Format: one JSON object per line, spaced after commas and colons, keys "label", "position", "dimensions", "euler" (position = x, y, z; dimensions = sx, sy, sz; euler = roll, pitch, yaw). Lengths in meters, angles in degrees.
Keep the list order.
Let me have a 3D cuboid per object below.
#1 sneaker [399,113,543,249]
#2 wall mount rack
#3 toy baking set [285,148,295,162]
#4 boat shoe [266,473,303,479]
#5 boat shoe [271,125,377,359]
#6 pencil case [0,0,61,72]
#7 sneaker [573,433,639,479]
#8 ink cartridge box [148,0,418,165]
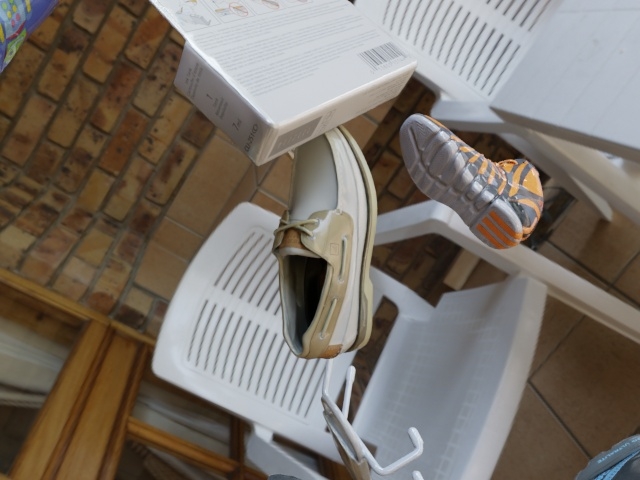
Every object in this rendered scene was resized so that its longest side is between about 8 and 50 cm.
{"label": "sneaker", "position": [0.304, -0.135, 1.123], "dimensions": [0.180, 0.321, 0.124], "euler": [-33, -10, -39]}
{"label": "wall mount rack", "position": [0.073, 0.326, 1.050], "dimensions": [0.130, 0.350, 0.304], "euler": [-28, 49, -13]}
{"label": "toy baking set", "position": [-0.015, -0.130, 0.899], "dimensions": [0.030, 0.197, 0.256], "euler": [-27, 3, 27]}
{"label": "boat shoe", "position": [-0.004, 0.218, 0.352], "dimensions": [0.233, 0.084, 0.079], "euler": [76, -166, -48]}
{"label": "boat shoe", "position": [0.000, 0.000, 0.709], "dimensions": [0.113, 0.103, 0.303], "euler": [-4, 93, 46]}
{"label": "pencil case", "position": [-0.295, -0.268, 0.513], "dimensions": [0.119, 0.133, 0.306], "euler": [-43, 31, 43]}
{"label": "sneaker", "position": [0.173, 0.266, 0.424], "dimensions": [0.341, 0.125, 0.140], "euler": [-41, -19, -1]}
{"label": "ink cartridge box", "position": [-0.056, -0.245, 0.686], "dimensions": [0.296, 0.261, 0.066], "euler": [-35, -13, -43]}
